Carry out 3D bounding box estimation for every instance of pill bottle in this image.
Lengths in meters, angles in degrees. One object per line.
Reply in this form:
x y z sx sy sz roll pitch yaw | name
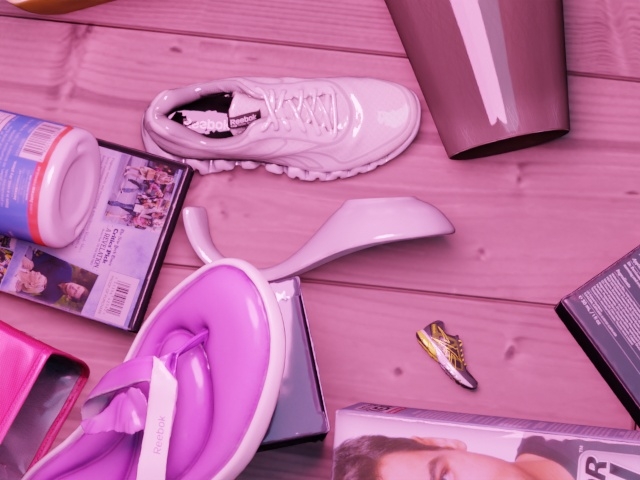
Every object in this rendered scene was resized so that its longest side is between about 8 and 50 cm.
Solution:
-0.342 -0.074 1.804 0.221 0.124 0.124 14 81 16 | pill bottle

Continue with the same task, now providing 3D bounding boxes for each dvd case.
-0.272 -0.025 1.854 0.253 0.022 0.180 16 81 15 | dvd case

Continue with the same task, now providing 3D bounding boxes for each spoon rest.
0.000 0.000 1.834 0.276 0.137 0.084 -2 91 14 | spoon rest

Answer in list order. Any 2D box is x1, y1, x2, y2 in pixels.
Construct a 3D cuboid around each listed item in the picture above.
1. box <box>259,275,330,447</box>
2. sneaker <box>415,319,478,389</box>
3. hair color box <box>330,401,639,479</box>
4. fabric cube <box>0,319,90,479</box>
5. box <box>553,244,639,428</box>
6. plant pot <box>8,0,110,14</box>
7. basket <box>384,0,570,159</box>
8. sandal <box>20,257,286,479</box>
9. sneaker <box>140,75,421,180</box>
-0.058 0.127 1.761 0.108 0.207 0.153 -11 81 -2 | box
0.135 0.116 1.852 0.035 0.031 0.083 -42 83 -7 | sneaker
0.198 0.268 1.735 0.374 0.113 0.185 5 91 14 | hair color box
-0.406 0.166 1.734 0.258 0.254 0.259 28 83 6 | fabric cube
0.386 0.118 1.817 0.184 0.103 0.261 -35 82 -1 | box
-0.228 -0.338 1.846 0.212 0.187 0.212 -15 81 -2 | plant pot
0.167 -0.206 1.848 0.204 0.154 0.227 -11 85 -1 | basket
-0.173 0.189 1.650 0.169 0.102 0.416 51 119 24 | sandal
-0.040 -0.121 1.849 0.292 0.118 0.110 -4 79 -2 | sneaker
